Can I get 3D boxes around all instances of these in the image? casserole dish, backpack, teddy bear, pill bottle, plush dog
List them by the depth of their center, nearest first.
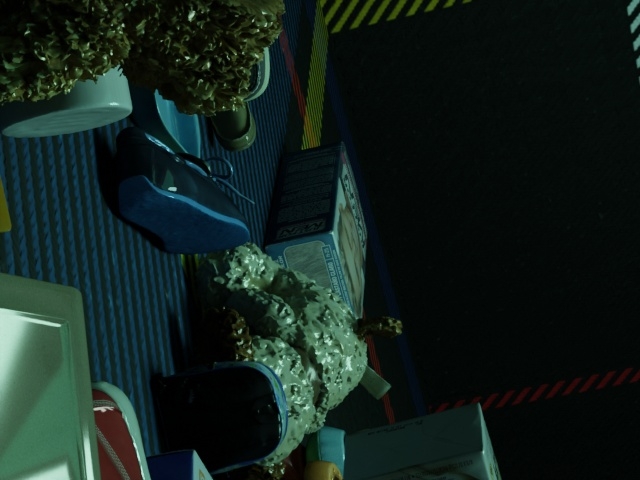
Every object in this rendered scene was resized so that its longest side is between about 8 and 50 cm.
[{"bbox_3d":[-0.185,-0.192,1.034,0.338,0.113,0.245,0,61,-45],"label":"teddy bear"},{"bbox_3d":[-0.210,-0.195,1.166,0.121,0.121,0.221,13,65,-81],"label":"pill bottle"},{"bbox_3d":[-0.089,0.165,1.486,0.084,0.114,0.105,6,72,-81],"label":"backpack"},{"bbox_3d":[-0.169,-0.148,1.654,0.188,0.037,0.114,57,23,-70],"label":"casserole dish"},{"bbox_3d":[-0.044,0.147,1.658,0.225,0.210,0.262,-48,130,-50],"label":"plush dog"}]

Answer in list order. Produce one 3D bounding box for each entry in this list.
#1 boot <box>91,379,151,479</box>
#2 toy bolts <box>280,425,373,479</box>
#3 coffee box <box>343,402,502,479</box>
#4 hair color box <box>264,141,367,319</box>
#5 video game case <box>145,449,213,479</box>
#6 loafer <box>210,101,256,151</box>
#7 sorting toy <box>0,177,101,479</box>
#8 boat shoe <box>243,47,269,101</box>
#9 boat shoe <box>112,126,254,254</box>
[{"bbox_3d":[-0.153,0.233,1.096,0.176,0.088,0.244,-52,121,-78],"label":"boot"},{"bbox_3d":[0.015,0.315,1.808,0.228,0.158,0.218,-85,161,-62],"label":"toy bolts"},{"bbox_3d":[0.123,0.300,1.531,0.098,0.141,0.246,-85,158,-67],"label":"coffee box"},{"bbox_3d":[0.000,0.000,2.327,0.347,0.105,0.174,-82,158,-64],"label":"hair color box"},{"bbox_3d":[-0.097,0.358,1.356,0.244,0.061,0.269,66,15,-50],"label":"video game case"},{"bbox_3d":[-0.121,-0.177,1.965,0.050,0.056,0.148,62,8,-60],"label":"loafer"},{"bbox_3d":[-0.204,0.106,0.953,0.196,0.047,0.347,21,57,-61],"label":"sorting toy"},{"bbox_3d":[-0.142,-0.295,1.845,0.092,0.103,0.285,-51,125,-72],"label":"boat shoe"},{"bbox_3d":[-0.130,-0.051,1.553,0.258,0.109,0.089,57,19,-73],"label":"boat shoe"}]
